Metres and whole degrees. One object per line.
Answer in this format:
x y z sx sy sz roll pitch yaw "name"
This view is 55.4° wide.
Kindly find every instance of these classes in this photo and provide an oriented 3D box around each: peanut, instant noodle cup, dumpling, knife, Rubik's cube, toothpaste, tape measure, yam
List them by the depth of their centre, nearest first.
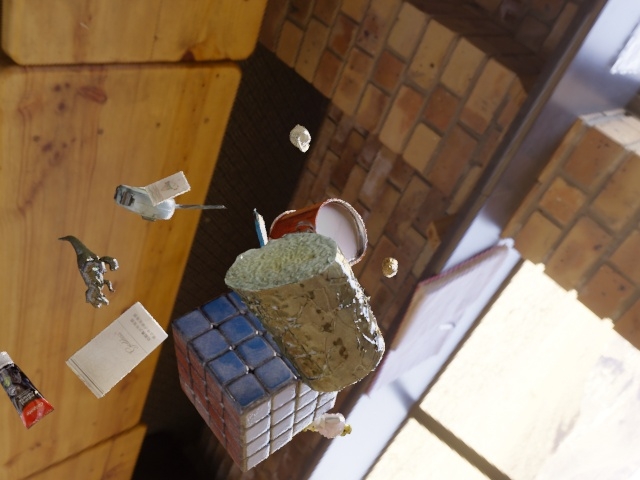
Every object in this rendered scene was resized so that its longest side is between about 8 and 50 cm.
-0.018 0.155 1.314 0.241 0.241 0.348 -38 119 -14 "yam"
-0.714 0.350 1.450 0.071 0.193 0.045 -36 163 -22 "toothpaste"
-0.053 -0.261 1.569 0.052 0.076 0.057 -24 129 -20 "dumpling"
-0.167 0.347 1.662 0.337 0.344 0.344 -27 147 -28 "Rubik's cube"
0.000 0.000 1.771 0.250 0.250 0.192 -17 174 -43 "instant noodle cup"
-0.425 -0.089 1.785 0.330 0.164 0.084 14 101 -29 "tape measure"
0.216 0.083 1.911 0.054 0.054 0.113 -53 -178 16 "peanut"
-0.185 0.024 1.992 0.026 0.297 0.044 -24 146 16 "knife"

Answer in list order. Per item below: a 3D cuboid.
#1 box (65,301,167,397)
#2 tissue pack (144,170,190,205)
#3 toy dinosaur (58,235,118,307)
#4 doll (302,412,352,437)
-0.448 0.239 1.355 0.198 0.109 0.029 -44 -170 -32 "box"
-0.409 -0.139 1.633 0.108 0.056 0.023 -28 180 -18 "tissue pack"
-0.612 0.084 1.552 0.087 0.178 0.187 -21 114 -77 "toy dinosaur"
0.006 0.571 1.912 0.207 0.081 0.129 23 140 -30 "doll"
